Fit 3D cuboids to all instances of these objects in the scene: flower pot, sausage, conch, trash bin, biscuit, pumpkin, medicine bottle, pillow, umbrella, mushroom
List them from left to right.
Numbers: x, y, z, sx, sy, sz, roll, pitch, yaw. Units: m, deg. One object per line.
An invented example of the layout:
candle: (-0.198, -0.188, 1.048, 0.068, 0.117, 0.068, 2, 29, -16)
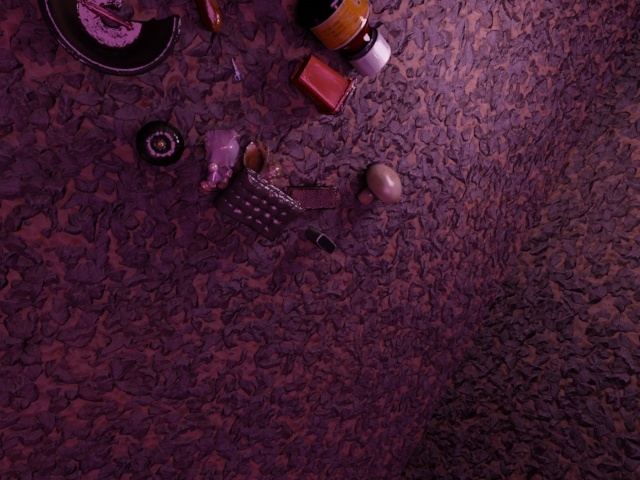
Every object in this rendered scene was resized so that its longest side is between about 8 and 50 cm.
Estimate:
umbrella: (-0.613, -0.643, 1.192, 0.165, 0.025, 0.027, 19, 80, -35)
flower pot: (-0.656, -0.706, 1.304, 0.380, 0.251, 0.379, -11, 115, -26)
pumpkin: (-0.585, -0.351, 1.540, 0.167, 0.125, 0.167, -21, 134, -23)
sausage: (-0.436, -0.883, 1.466, 0.103, 0.076, 0.302, -38, 120, -3)
pillow: (-0.252, -0.139, 1.742, 0.228, 0.101, 0.326, -41, 132, 22)
conch: (-0.243, -0.319, 1.731, 0.155, 0.130, 0.207, -24, 101, -48)
biscuit: (-0.044, -0.196, 1.916, 0.252, 0.070, 0.106, -4, 107, -27)
trash bin: (0.000, 0.000, 1.970, 0.059, 0.130, 0.116, -49, 122, -6)
trash bin: (0.012, -0.653, 1.741, 0.239, 0.161, 0.184, 33, 90, -29)
medicine bottle: (0.111, -0.850, 1.693, 0.395, 0.242, 0.242, 28, 92, -47)
mushroom: (0.293, -0.252, 2.019, 0.207, 0.206, 0.209, -1, 129, -28)

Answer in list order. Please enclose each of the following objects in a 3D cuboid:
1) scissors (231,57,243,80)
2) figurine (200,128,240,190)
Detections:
scissors: (-0.329, -0.667, 1.638, 0.036, 0.006, 0.083, -28, 118, -16)
figurine: (-0.390, -0.311, 1.628, 0.133, 0.200, 0.275, 7, 133, -14)
